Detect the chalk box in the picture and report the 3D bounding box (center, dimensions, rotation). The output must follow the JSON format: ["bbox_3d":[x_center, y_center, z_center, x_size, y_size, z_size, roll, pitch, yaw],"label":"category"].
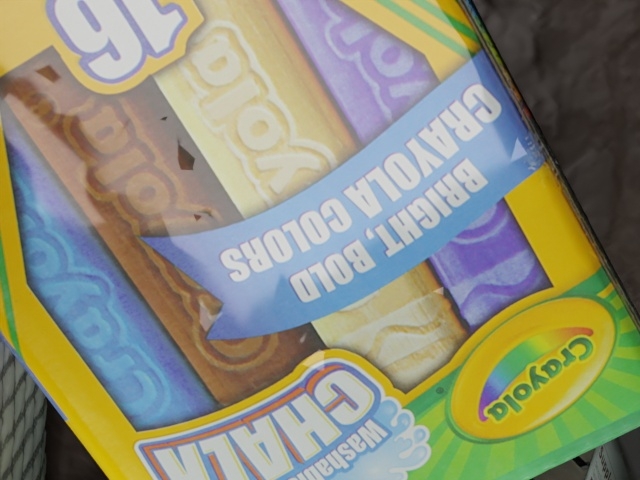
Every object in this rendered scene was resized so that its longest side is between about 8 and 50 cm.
[{"bbox_3d":[0.000,0.000,0.428,0.179,0.180,0.289,-28,108,10],"label":"chalk box"}]

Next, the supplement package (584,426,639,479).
[{"bbox_3d":[0.171,0.190,0.543,0.105,0.105,0.179,11,112,-2],"label":"supplement package"}]

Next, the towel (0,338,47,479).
[{"bbox_3d":[-0.186,0.130,0.424,0.121,0.283,0.235,6,110,-1],"label":"towel"}]
